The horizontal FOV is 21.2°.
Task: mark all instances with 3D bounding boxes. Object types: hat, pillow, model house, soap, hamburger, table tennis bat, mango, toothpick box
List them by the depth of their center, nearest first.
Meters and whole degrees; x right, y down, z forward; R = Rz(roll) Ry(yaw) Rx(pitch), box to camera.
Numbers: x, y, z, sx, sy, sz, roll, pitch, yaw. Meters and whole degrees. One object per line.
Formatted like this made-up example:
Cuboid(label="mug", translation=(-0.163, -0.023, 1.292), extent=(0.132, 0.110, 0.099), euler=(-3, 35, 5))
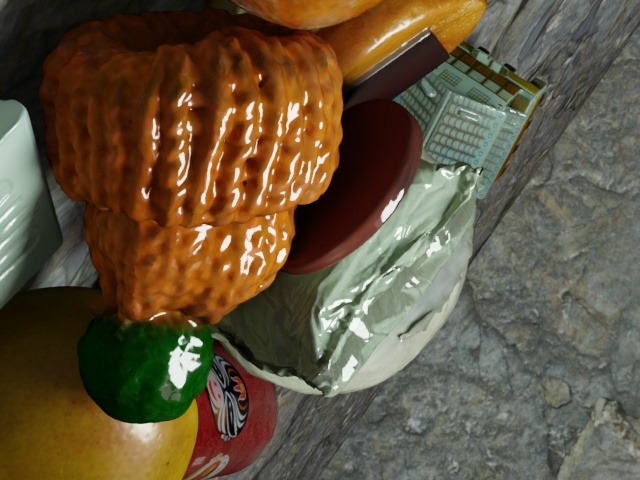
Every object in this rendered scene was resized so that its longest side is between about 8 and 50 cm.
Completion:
Cuboid(label="soap", translation=(-0.333, -0.027, 1.589), extent=(0.160, 0.087, 0.265), euler=(-48, 163, -21))
Cuboid(label="hat", translation=(-0.115, -0.014, 1.615), extent=(0.285, 0.285, 0.400), euler=(-22, 113, -61))
Cuboid(label="table tennis bat", translation=(-0.009, -0.054, 1.726), extent=(0.310, 0.038, 0.200), euler=(-5, -127, 56))
Cuboid(label="hamburger", translation=(0.020, -0.260, 1.809), extent=(0.291, 0.225, 0.291), euler=(-35, 170, -8))
Cuboid(label="pillow", translation=(0.005, 0.009, 1.819), extent=(0.310, 0.283, 0.138), euler=(-52, 126, -19))
Cuboid(label="mango", translation=(-0.318, 0.249, 1.859), extent=(0.446, 0.300, 0.232), euler=(-52, -171, 16))
Cuboid(label="toothpick box", translation=(-0.204, 0.232, 2.293), extent=(0.204, 0.204, 0.333), euler=(-55, 164, 8))
Cuboid(label="model house", translation=(0.195, -0.173, 2.567), extent=(0.215, 0.198, 0.224), euler=(-39, 160, -51))

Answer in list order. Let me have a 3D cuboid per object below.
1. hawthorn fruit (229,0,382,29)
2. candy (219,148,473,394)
Cuboid(label="hawthorn fruit", translation=(-0.010, -0.329, 1.543), extent=(0.284, 0.284, 0.284), euler=(-47, 163, -19))
Cuboid(label="candy", translation=(0.000, 0.000, 2.091), extent=(0.186, 0.386, 0.427), euler=(-27, -158, 45))
